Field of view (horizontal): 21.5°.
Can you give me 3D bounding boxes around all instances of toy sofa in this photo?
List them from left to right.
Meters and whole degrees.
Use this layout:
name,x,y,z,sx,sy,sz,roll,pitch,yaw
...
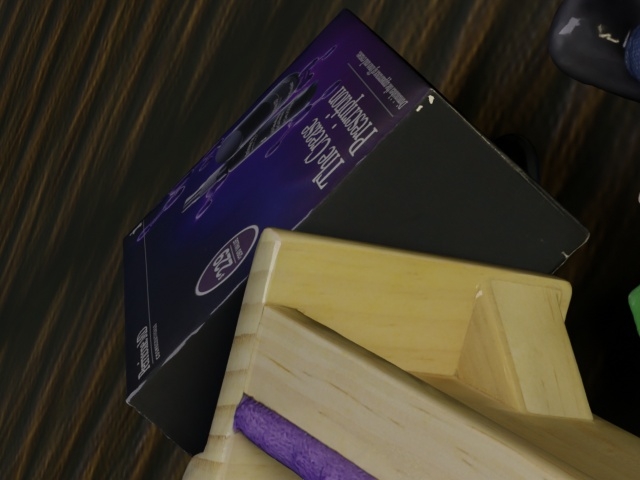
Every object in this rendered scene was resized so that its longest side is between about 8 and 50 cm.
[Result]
name,x,y,z,sx,sy,sz,roll,pitch,yaw
toy sofa,0.103,0.127,0.522,0.362,0.150,0.177,26,104,55

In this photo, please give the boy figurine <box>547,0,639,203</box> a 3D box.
name,x,y,z,sx,sy,sz,roll,pitch,yaw
boy figurine,0.152,-0.093,0.635,0.285,0.092,0.177,-82,5,-84

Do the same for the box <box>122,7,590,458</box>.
name,x,y,z,sx,sy,sz,roll,pitch,yaw
box,0.000,0.000,0.811,0.184,0.103,0.261,-48,15,6

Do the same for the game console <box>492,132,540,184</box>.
name,x,y,z,sx,sy,sz,roll,pitch,yaw
game console,-0.021,0.097,0.890,0.293,0.250,0.173,-37,77,48

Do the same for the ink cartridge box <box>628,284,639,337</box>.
name,x,y,z,sx,sy,sz,roll,pitch,yaw
ink cartridge box,0.221,0.033,0.585,0.208,0.087,0.153,-46,44,41
